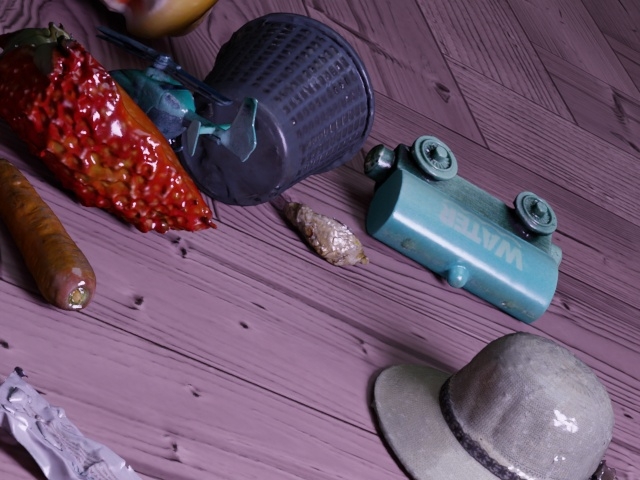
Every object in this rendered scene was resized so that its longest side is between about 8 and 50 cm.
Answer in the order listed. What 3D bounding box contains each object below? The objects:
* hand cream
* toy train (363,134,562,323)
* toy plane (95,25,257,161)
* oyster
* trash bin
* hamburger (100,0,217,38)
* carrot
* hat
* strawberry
[{"bbox_3d":[-0.124,0.177,1.363,0.257,0.050,0.084,32,21,3],"label":"hand cream"},{"bbox_3d":[0.150,-0.008,2.069,0.248,0.101,0.159,30,40,-17],"label":"toy train"},{"bbox_3d":[-0.140,-0.122,1.801,0.235,0.096,0.060,29,18,37],"label":"toy plane"},{"bbox_3d":[0.000,0.000,1.921,0.083,0.038,0.081,19,-17,34],"label":"oyster"},{"bbox_3d":[-0.058,-0.114,1.889,0.175,0.175,0.161,39,35,4],"label":"trash bin"},{"bbox_3d":[-0.143,-0.350,2.044,0.186,0.261,0.303,30,39,-18],"label":"hamburger"},{"bbox_3d":[-0.232,-0.010,1.574,0.047,0.047,0.191,14,26,-43],"label":"carrot"},{"bbox_3d":[0.184,0.159,1.736,0.257,0.130,0.257,31,24,-16],"label":"hat"},{"bbox_3d":[-0.197,-0.086,1.711,0.228,0.098,0.174,50,-1,-28],"label":"strawberry"}]
